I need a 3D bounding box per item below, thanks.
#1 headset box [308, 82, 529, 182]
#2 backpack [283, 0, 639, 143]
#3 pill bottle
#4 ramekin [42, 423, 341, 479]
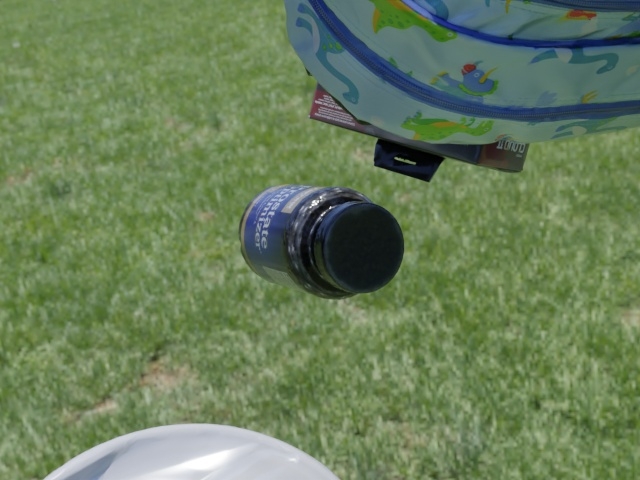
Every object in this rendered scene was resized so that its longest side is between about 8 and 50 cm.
[{"bbox_3d":[0.125,-0.210,1.025,0.218,0.293,0.110,21,12,34],"label":"headset box"},{"bbox_3d":[0.141,-0.200,0.647,0.355,0.290,0.273,-15,-15,-12],"label":"backpack"},{"bbox_3d":[0.000,0.000,1.091,0.123,0.123,0.219,-18,11,-23],"label":"pill bottle"},{"bbox_3d":[-0.085,0.264,0.637,0.273,0.127,0.273,2,47,-2],"label":"ramekin"}]
